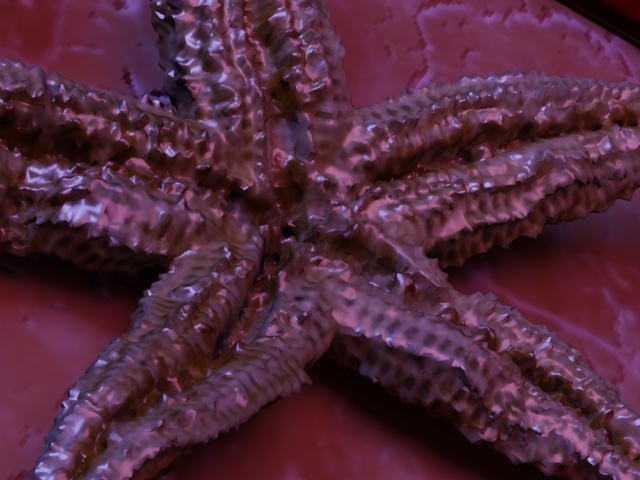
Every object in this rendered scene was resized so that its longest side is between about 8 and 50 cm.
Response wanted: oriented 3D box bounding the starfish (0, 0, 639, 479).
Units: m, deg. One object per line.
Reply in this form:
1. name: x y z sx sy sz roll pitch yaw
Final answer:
1. starfish: 0.000 0.003 0.569 0.358 0.078 0.347 45 50 3

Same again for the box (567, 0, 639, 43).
1. box: 0.164 -0.156 0.767 0.240 0.074 0.153 29 45 0
